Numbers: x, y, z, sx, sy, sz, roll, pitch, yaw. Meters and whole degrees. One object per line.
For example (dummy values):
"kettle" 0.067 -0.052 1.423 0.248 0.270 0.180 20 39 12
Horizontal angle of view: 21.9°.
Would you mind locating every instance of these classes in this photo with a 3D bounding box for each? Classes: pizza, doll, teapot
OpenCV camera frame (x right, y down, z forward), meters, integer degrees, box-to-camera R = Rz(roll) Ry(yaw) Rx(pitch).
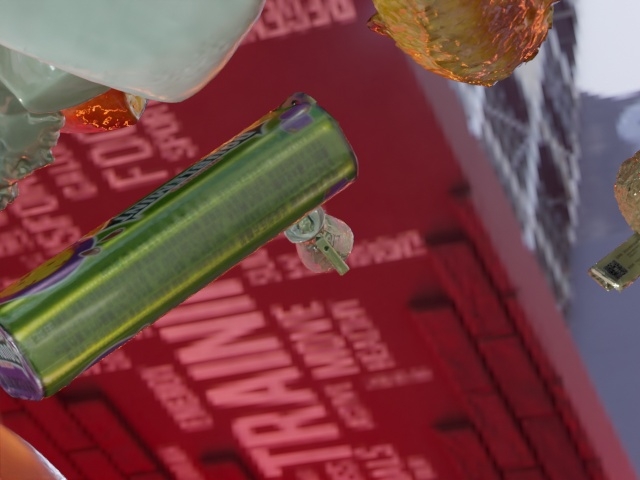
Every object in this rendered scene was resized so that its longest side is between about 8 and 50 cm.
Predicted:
"pizza" 0.101 -0.216 0.871 0.226 0.086 0.335 -47 -26 -20
"doll" 0.313 -0.042 1.390 0.115 0.221 0.105 49 -170 5
"teapot" 0.000 0.000 1.771 0.064 0.064 0.083 46 -175 -46

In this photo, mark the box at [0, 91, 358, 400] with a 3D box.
"box" -0.132 0.001 1.401 0.345 0.134 0.097 -35 -79 -23

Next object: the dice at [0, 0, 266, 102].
"dice" -0.156 -0.256 1.057 0.262 0.268 0.264 -65 18 7

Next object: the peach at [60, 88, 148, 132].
"peach" -0.328 -0.306 1.944 0.306 0.380 0.242 -51 -23 -10

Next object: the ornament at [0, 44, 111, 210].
"ornament" -0.272 -0.146 1.507 0.120 0.285 0.130 -7 -119 -46

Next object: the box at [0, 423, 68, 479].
"box" -0.295 0.282 1.553 0.108 0.404 0.263 -56 -38 4
